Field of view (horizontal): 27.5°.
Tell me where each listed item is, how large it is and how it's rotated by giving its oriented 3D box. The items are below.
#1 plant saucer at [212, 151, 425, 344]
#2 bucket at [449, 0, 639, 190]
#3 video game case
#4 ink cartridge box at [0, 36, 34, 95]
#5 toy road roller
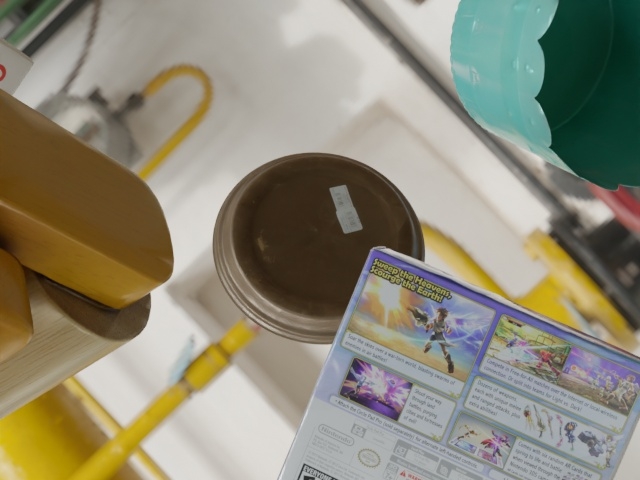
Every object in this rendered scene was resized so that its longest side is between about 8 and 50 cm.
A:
[{"bbox_3d":[0.000,0.000,1.681,0.278,0.278,0.041,47,158,17],"label":"plant saucer"},{"bbox_3d":[0.290,-0.208,1.427,0.281,0.281,0.183,44,173,-34],"label":"bucket"},{"bbox_3d":[0.125,0.168,1.159,0.269,0.244,0.061,24,-171,12],"label":"video game case"},{"bbox_3d":[-0.312,-0.121,0.871,0.190,0.140,0.082,34,177,-30],"label":"ink cartridge box"},{"bbox_3d":[-0.228,0.052,0.651,0.329,0.202,0.241,31,-145,-50],"label":"toy road roller"}]
